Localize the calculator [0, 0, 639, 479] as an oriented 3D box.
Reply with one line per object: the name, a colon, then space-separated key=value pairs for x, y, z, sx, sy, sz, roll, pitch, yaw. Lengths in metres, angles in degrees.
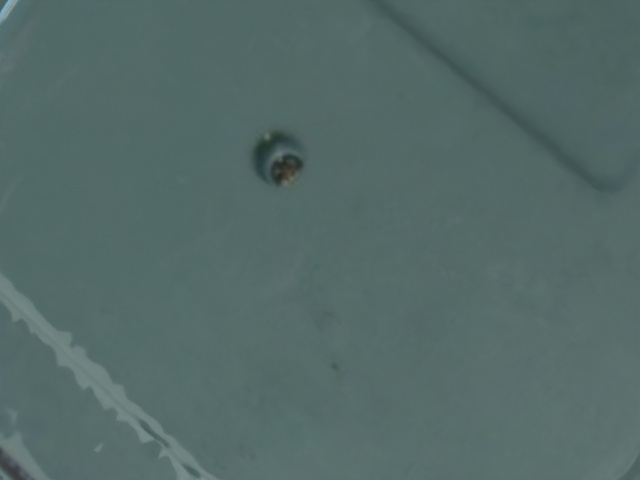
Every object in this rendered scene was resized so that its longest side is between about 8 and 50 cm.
calculator: x=0.000 y=0.000 z=0.341 sx=0.184 sy=0.042 sz=0.295 roll=41 pitch=-75 yaw=11
